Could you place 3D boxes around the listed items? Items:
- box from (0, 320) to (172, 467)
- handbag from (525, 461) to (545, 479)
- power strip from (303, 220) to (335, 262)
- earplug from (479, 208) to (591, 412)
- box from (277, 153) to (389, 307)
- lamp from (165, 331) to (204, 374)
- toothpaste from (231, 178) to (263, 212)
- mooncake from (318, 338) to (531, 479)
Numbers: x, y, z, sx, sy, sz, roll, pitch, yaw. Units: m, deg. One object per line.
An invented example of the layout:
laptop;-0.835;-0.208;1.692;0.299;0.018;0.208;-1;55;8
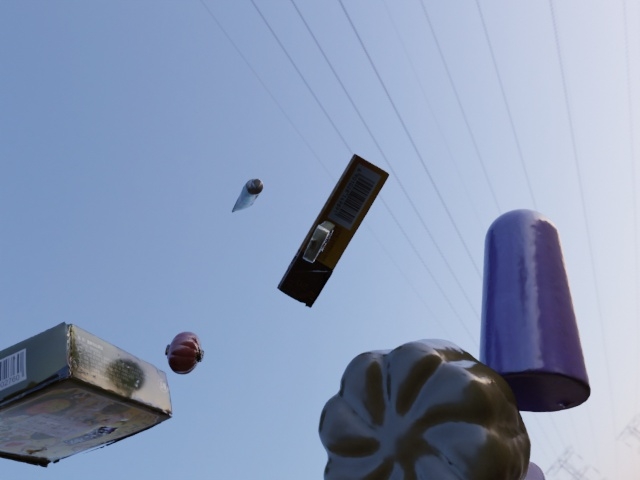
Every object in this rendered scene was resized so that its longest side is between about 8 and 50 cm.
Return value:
box;-0.611;0.376;1.353;0.372;0.138;0.420;-23;-32;6
handbag;0.476;0.649;1.420;0.205;0.179;0.116;-35;-71;-28
power strip;0.000;0.000;1.307;0.080;0.029;0.227;-64;-3;8
earplug;0.450;0.126;1.278;0.215;0.215;0.456;59;-148;-49
box;0.036;-0.031;1.620;0.415;0.115;0.264;-60;1;6
lamp;-0.340;0.282;1.460;0.092;0.107;0.108;9;-58;1
toothpaste;-0.206;-0.129;1.687;0.078;0.047;0.248;-26;-5;-21
mooncake;0.179;0.365;1.070;0.200;0.378;0.379;16;-73;-53
